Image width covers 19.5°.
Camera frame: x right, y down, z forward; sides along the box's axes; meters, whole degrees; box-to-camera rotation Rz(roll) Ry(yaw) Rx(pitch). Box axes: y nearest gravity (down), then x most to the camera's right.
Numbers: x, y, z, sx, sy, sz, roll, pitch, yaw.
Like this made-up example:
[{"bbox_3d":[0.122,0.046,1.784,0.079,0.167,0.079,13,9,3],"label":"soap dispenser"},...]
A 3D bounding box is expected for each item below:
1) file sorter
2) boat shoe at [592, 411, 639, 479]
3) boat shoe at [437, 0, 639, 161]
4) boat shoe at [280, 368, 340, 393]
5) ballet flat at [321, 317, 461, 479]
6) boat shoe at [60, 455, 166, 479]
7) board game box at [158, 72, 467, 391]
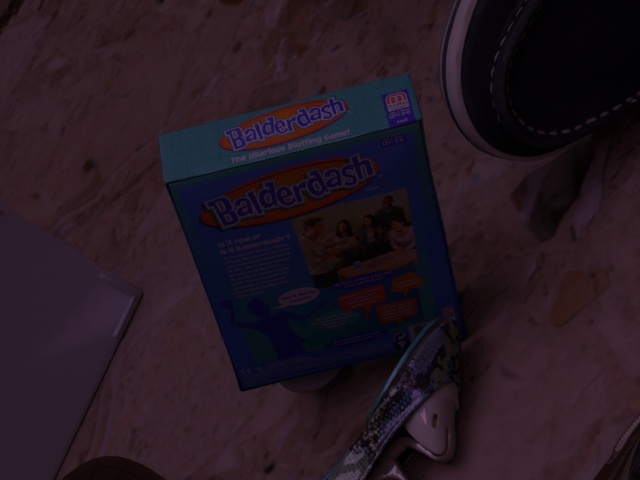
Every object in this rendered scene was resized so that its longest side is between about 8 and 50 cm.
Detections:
[{"bbox_3d":[-0.314,0.114,1.479,0.173,0.193,0.277,6,67,50],"label":"file sorter"},{"bbox_3d":[0.165,0.202,1.004,0.324,0.122,0.120,-57,2,13],"label":"boat shoe"},{"bbox_3d":[0.281,-0.216,1.130,0.500,0.187,0.156,-38,35,11],"label":"boat shoe"},{"bbox_3d":[-0.014,0.030,1.343,0.063,0.066,0.184,-39,43,52],"label":"boat shoe"},{"bbox_3d":[0.050,0.141,1.204,0.188,0.070,0.070,-56,39,1],"label":"ballet flat"},{"bbox_3d":[-0.068,0.242,1.203,0.122,0.110,0.341,-40,32,-16],"label":"boat shoe"},{"bbox_3d":[0.000,0.000,1.189,0.160,0.210,0.047,-13,47,2],"label":"board game box"}]
